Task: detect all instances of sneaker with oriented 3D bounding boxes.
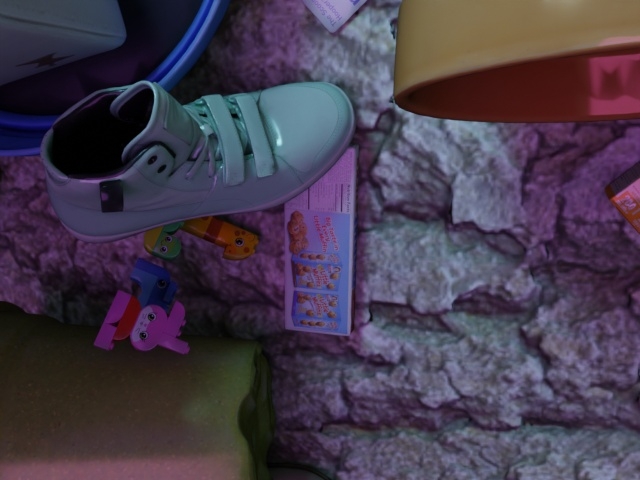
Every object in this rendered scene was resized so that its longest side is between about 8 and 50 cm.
[{"bbox_3d":[-0.078,-0.074,0.573,0.256,0.151,0.094,-22,80,-13],"label":"sneaker"}]

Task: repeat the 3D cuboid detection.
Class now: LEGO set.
[{"bbox_3d":[-0.105,0.005,0.677,0.093,0.087,0.227,23,74,-8],"label":"LEGO set"}]

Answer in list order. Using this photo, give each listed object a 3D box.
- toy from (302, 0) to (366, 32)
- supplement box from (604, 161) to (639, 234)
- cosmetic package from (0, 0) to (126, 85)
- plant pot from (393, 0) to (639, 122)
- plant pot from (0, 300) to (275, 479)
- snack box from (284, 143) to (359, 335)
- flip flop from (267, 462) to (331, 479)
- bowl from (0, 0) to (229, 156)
[{"bbox_3d":[0.041,-0.285,0.571,0.237,0.056,0.137,-41,94,22],"label":"toy"},{"bbox_3d":[0.284,-0.045,0.602,0.098,0.036,0.062,-41,95,22],"label":"supplement box"},{"bbox_3d":[-0.366,-0.261,0.423,0.329,0.327,0.393,-15,98,11],"label":"cosmetic package"},{"bbox_3d":[0.189,-0.188,0.463,0.291,0.291,0.203,0,92,14],"label":"plant pot"},{"bbox_3d":[-0.174,0.184,0.694,0.254,0.276,0.276,-4,108,3],"label":"plant pot"},{"bbox_3d":[0.000,0.000,0.697,0.064,0.022,0.178,5,109,11],"label":"snack box"},{"bbox_3d":[-0.114,0.292,0.793,0.277,0.080,0.112,-7,107,16],"label":"flip flop"},{"bbox_3d":[-0.242,-0.265,0.609,0.391,0.077,0.391,2,100,9],"label":"bowl"}]
